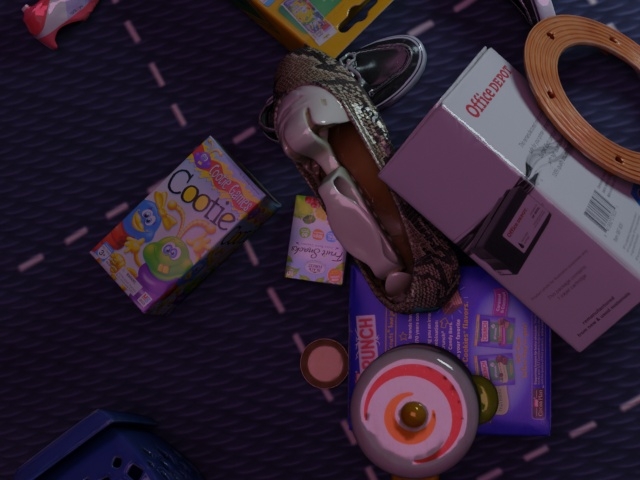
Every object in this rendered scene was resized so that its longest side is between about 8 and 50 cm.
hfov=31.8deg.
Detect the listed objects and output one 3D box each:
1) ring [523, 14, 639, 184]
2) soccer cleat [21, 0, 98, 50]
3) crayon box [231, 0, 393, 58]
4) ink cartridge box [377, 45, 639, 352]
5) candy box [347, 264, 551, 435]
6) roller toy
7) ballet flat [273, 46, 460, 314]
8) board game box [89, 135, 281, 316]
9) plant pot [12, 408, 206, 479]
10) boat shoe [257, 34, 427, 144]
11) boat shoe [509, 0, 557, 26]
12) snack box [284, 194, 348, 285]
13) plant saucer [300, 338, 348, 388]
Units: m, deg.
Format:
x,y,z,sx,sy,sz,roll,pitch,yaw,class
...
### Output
x,y,z,sx,sy,sz,roll,pitch,yaw,class
0.452,-0.215,1.747,0.336,0.336,0.032,48,137,10,ring
-0.416,-0.444,1.986,0.248,0.083,0.095,-41,110,-2,soccer cleat
-0.037,-0.446,1.897,0.323,0.083,0.203,42,78,12,crayon box
0.315,-0.072,1.676,0.395,0.285,0.166,41,124,0,ink cartridge box
0.206,0.171,1.802,0.317,0.122,0.268,1,86,7,candy box
0.140,0.253,1.672,0.191,0.146,0.209,40,95,7,roller toy
0.041,-0.099,1.704,0.164,0.182,0.483,-38,76,29,ballet flat
-0.221,-0.020,1.872,0.275,0.142,0.144,-44,80,2,board game box
-0.337,0.404,1.810,0.236,0.236,0.212,-38,73,4,plant pot
0.034,-0.260,1.878,0.306,0.105,0.113,-22,82,6,boat shoe
0.286,-0.459,1.861,0.102,0.108,0.301,-29,79,5,boat shoe
0.000,0.000,1.891,0.100,0.037,0.141,8,86,10,snack box
0.008,0.206,1.881,0.083,0.015,0.084,-1,85,8,plant saucer
